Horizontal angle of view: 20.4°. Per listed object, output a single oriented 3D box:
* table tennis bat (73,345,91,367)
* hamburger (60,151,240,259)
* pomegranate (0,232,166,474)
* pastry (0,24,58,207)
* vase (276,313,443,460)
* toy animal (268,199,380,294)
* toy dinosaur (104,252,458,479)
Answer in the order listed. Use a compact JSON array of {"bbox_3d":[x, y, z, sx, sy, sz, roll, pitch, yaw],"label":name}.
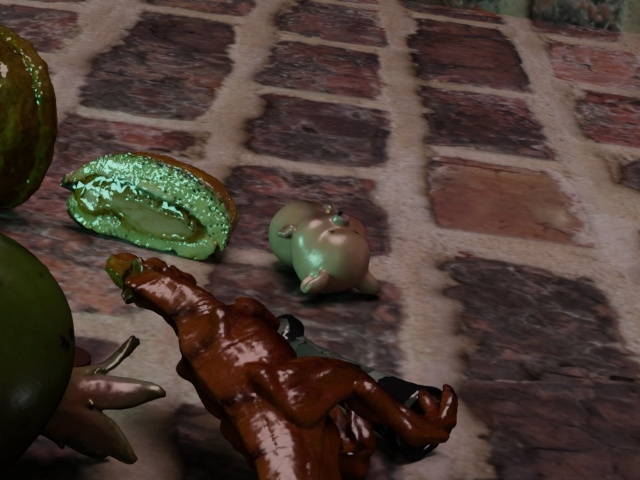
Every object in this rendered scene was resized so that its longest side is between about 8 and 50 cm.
[{"bbox_3d":[-0.215,0.093,1.385,0.050,0.007,0.083,21,20,33],"label":"table tennis bat"},{"bbox_3d":[-0.152,-0.047,1.717,0.176,0.087,0.102,11,19,16],"label":"hamburger"},{"bbox_3d":[-0.218,0.086,1.172,0.224,0.181,0.181,25,10,-25],"label":"pomegranate"},{"bbox_3d":[-0.338,-0.118,1.705,0.103,0.188,0.189,-4,22,-42],"label":"pastry"},{"bbox_3d":[0.020,0.110,1.360,0.059,0.059,0.167,-9,24,-43],"label":"vase"},{"bbox_3d":[0.000,0.006,1.658,0.083,0.089,0.150,-19,28,-12],"label":"toy animal"},{"bbox_3d":[-0.004,0.129,1.203,0.208,0.097,0.432,13,24,-38],"label":"toy dinosaur"}]
